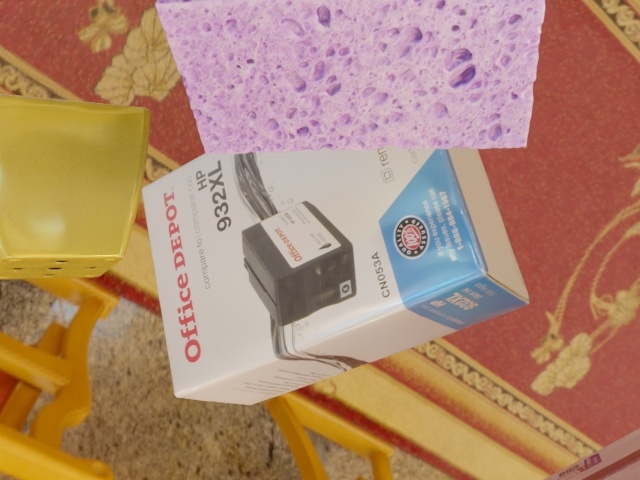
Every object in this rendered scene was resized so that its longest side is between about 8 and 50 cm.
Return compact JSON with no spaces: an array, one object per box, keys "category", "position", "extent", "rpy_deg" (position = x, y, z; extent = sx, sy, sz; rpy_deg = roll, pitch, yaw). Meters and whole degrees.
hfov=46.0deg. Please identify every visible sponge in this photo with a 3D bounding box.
[{"category":"sponge","position":[0.020,-0.103,0.447],"extent":[0.210,0.031,0.117],"rpy_deg":[-1,140,6]}]

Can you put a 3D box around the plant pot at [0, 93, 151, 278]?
[{"category":"plant pot","position":[-0.343,-0.053,0.964],"extent":[0.212,0.212,0.187],"rpy_deg":[1,78,-30]}]

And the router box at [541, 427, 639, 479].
[{"category":"router box","position":[0.279,0.207,0.608],"extent":[0.301,0.082,0.335],"rpy_deg":[-32,162,10]}]

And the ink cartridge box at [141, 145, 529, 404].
[{"category":"ink cartridge box","position":[0.000,0.000,0.699],"extent":[0.307,0.223,0.129],"rpy_deg":[-25,156,24]}]
